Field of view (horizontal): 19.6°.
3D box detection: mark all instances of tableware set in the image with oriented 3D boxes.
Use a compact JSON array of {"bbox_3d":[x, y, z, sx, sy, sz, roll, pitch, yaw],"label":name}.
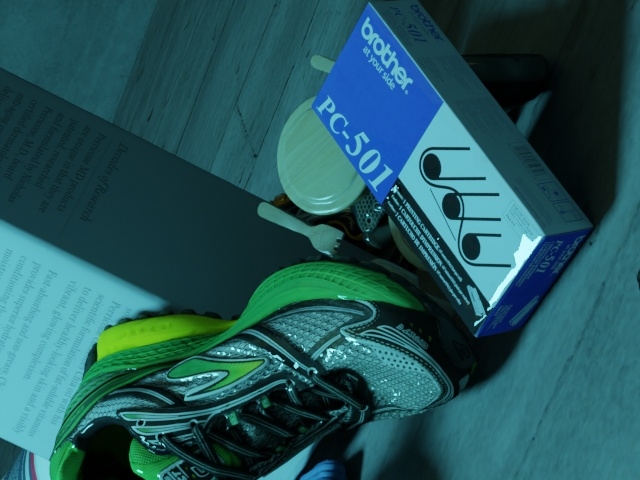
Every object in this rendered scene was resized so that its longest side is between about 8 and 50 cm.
[{"bbox_3d":[0.051,-0.041,1.269,0.194,0.039,0.128,28,103,36],"label":"tableware set"}]

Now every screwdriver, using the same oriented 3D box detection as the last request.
[{"bbox_3d":[0.080,-0.031,1.401,0.024,0.025,0.170,-107,37,-65],"label":"screwdriver"}]

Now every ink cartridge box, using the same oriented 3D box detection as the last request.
[{"bbox_3d":[0.079,-0.048,1.177,0.207,0.046,0.097,56,135,28],"label":"ink cartridge box"}]

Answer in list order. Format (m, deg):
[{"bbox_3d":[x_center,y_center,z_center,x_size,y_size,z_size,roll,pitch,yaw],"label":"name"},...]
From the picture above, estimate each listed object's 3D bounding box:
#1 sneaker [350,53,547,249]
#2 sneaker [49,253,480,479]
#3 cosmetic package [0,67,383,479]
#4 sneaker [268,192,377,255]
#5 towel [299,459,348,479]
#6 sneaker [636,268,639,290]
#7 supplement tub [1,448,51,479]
[{"bbox_3d":[0.086,-0.066,1.323,0.227,0.087,0.130,-13,83,53],"label":"sneaker"},{"bbox_3d":[-0.041,0.118,1.260,0.343,0.134,0.146,-20,33,36],"label":"sneaker"},{"bbox_3d":[-0.201,0.036,1.461,0.230,0.453,0.161,-58,7,42],"label":"cosmetic package"},{"bbox_3d":[0.000,0.000,1.547,0.215,0.084,0.083,131,148,-54],"label":"sneaker"},{"bbox_3d":[-0.005,0.228,1.393,0.067,0.029,0.119,139,147,-62],"label":"towel"},{"bbox_3d":[0.180,0.064,0.869,0.089,0.051,0.170,-66,18,3],"label":"sneaker"},{"bbox_3d":[-0.212,0.257,1.794,0.272,0.191,0.191,128,156,-51],"label":"supplement tub"}]
